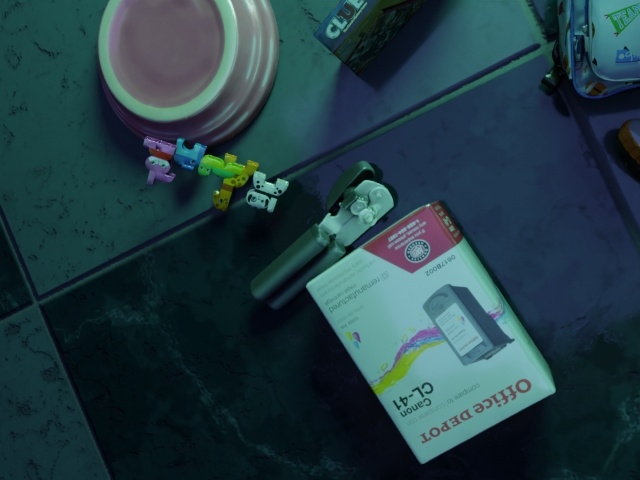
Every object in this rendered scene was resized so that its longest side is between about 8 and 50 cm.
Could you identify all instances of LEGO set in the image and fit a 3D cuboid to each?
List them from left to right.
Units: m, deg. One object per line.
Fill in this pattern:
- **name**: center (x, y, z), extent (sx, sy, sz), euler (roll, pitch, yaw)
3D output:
- **LEGO set**: center (-0.174, -0.094, 0.964), extent (0.227, 0.087, 0.093), euler (17, 109, -9)

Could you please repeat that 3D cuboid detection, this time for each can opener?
- **can opener**: center (0.000, 0.000, 0.943), extent (0.280, 0.093, 0.074), euler (-45, 126, 15)

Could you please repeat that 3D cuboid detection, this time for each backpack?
- **backpack**: center (0.404, -0.317, 0.704), extent (0.277, 0.213, 0.263), euler (-8, 106, 16)

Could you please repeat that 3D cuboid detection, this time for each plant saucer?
- **plant saucer**: center (-0.235, -0.315, 0.974), extent (0.332, 0.084, 0.332), euler (1, 94, 17)

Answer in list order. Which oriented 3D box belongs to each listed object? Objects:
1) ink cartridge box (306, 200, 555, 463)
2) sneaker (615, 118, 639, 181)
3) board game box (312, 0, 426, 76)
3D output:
- **ink cartridge box**: center (0.159, 0.127, 0.870), extent (0.226, 0.131, 0.306), euler (-35, 83, 16)
- **sneaker**: center (0.519, -0.097, 0.775), extent (0.262, 0.099, 0.121), euler (35, 95, 3)
- **board game box**: center (0.105, -0.350, 0.830), extent (0.042, 0.165, 0.243), euler (46, 104, 9)
